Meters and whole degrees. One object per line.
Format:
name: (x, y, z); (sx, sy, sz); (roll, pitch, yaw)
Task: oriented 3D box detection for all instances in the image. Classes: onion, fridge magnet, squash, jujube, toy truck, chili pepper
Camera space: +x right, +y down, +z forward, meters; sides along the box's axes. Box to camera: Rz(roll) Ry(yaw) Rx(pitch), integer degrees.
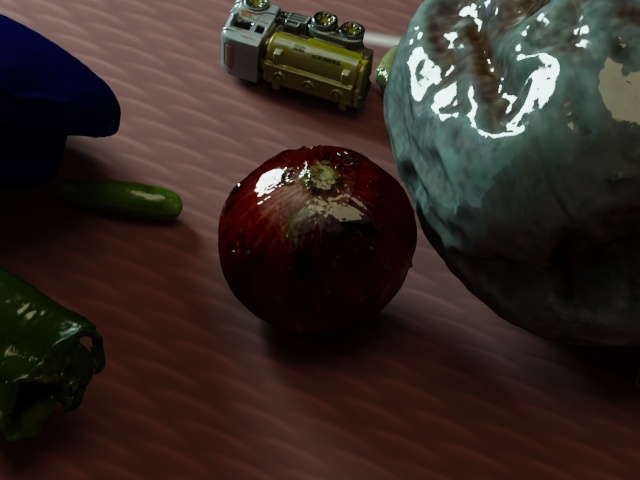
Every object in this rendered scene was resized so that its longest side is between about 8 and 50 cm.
onion: (0.000, 0.000, 1.061); (0.131, 0.131, 0.131); (3, 41, -3)
fridge magnet: (-0.263, -0.108, 1.106); (0.266, 0.112, 0.265); (16, 10, -3)
squash: (-0.139, -0.029, 1.148); (0.089, 0.027, 0.027); (7, 41, 4)
jujube: (0.170, -0.073, 1.084); (0.246, 0.215, 0.308); (-31, 33, 19)
toy truck: (-0.017, -0.141, 1.268); (0.123, 0.052, 0.063); (18, 49, 11)
chili pepper: (-0.267, 0.010, 1.056); (0.359, 0.076, 0.085); (33, 84, 36)

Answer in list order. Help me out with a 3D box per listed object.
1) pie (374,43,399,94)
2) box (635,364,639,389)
pie: (0.083, -0.127, 1.287); (0.084, 0.020, 0.084); (2, 40, -1)
box: (0.373, 0.105, 1.035); (0.311, 0.043, 0.173); (29, 46, 24)
